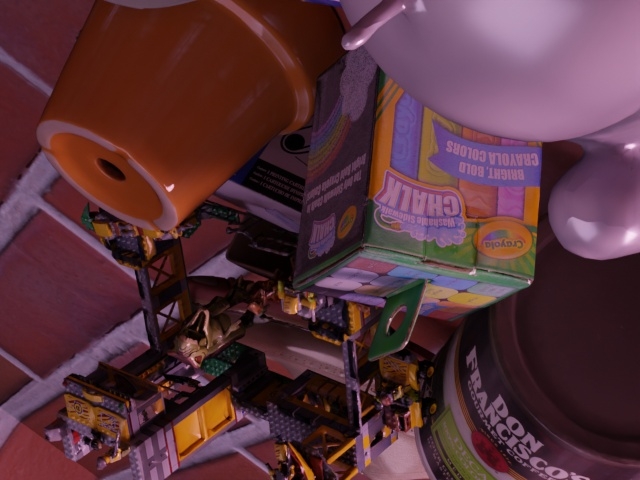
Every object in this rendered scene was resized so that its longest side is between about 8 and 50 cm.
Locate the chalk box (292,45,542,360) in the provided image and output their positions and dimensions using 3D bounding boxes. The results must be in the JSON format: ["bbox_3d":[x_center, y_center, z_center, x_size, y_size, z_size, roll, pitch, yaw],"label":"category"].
[{"bbox_3d":[0.068,-0.022,1.094,0.132,0.213,0.132,11,164,-19],"label":"chalk box"}]

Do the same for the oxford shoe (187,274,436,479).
[{"bbox_3d":[0.042,0.146,1.454,0.397,0.147,0.140,22,-175,-4],"label":"oxford shoe"}]

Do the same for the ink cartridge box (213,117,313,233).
[{"bbox_3d":[-0.031,-0.067,1.316,0.207,0.097,0.046,24,155,19],"label":"ink cartridge box"}]

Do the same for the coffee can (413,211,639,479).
[{"bbox_3d":[0.198,0.111,1.238,0.201,0.201,0.275,31,157,4],"label":"coffee can"}]

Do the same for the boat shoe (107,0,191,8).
[{"bbox_3d":[-0.089,-0.216,1.102,0.227,0.081,0.079,4,135,29],"label":"boat shoe"}]

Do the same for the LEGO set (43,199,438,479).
[{"bbox_3d":[-0.093,0.100,1.262,0.331,0.192,0.255,25,131,30],"label":"LEGO set"}]

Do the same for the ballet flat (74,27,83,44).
[{"bbox_3d":[-0.145,-0.121,1.407,0.188,0.070,0.070,42,155,-11],"label":"ballet flat"}]

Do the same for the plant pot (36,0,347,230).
[{"bbox_3d":[-0.113,-0.118,1.207,0.205,0.188,0.205,28,156,14],"label":"plant pot"}]

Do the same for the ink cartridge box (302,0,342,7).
[{"bbox_3d":[0.089,-0.174,0.939,0.223,0.045,0.224,10,154,4],"label":"ink cartridge box"}]

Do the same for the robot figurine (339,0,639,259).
[{"bbox_3d":[0.143,-0.145,0.681,0.353,0.300,0.199,-6,-177,-42],"label":"robot figurine"}]

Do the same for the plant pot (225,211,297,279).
[{"bbox_3d":[0.000,0.000,1.410,0.109,0.109,0.096,17,166,32],"label":"plant pot"}]
